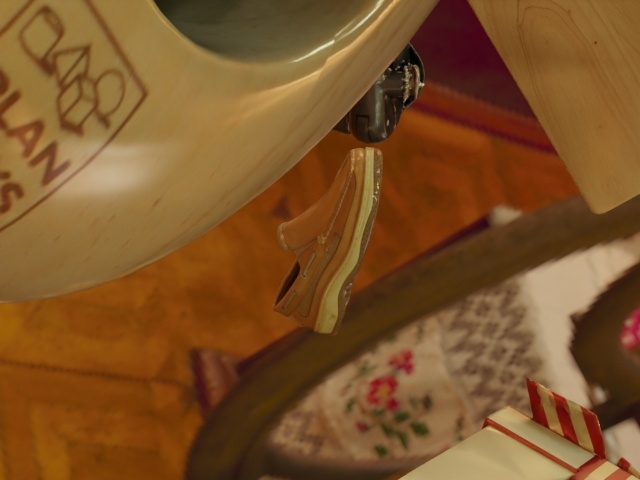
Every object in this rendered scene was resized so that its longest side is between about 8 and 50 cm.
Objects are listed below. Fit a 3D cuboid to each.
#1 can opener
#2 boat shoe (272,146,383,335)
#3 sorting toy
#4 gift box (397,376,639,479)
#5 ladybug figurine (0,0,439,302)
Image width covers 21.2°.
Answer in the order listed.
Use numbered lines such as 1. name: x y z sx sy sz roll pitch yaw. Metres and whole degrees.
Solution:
1. can opener: 0.031 -0.146 0.993 0.059 0.073 0.186 -58 155 -66
2. boat shoe: 0.000 0.000 1.383 0.072 0.190 0.068 15 37 -3
3. sorting toy: 0.261 -0.198 1.337 0.257 0.255 0.089 58 11 -12
4. gift box: 0.152 0.277 1.336 0.276 0.255 0.258 34 24 22
5. ladybug figurine: -0.049 -0.183 0.533 0.449 0.162 0.305 -55 145 -20
